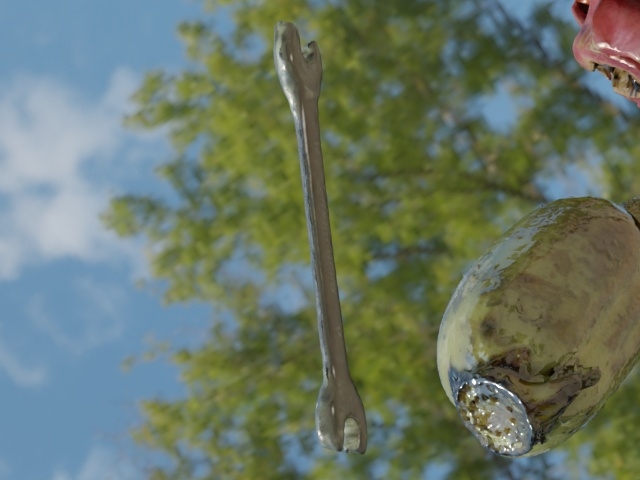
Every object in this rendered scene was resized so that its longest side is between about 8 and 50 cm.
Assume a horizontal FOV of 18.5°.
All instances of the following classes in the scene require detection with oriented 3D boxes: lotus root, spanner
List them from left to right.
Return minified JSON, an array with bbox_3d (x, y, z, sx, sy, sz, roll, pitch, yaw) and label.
[{"bbox_3d":[0.000,0.000,1.132,0.054,0.015,0.254,-11,-86,-66],"label":"spanner"},{"bbox_3d":[0.212,0.064,1.697,0.173,0.173,0.309,52,-130,-8],"label":"lotus root"}]

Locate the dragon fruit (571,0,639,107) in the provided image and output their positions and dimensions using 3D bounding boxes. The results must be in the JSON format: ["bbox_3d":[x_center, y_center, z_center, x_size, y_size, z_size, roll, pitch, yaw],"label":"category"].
[{"bbox_3d":[0.133,-0.113,0.641,0.166,0.133,0.136,-50,-38,-20],"label":"dragon fruit"}]
